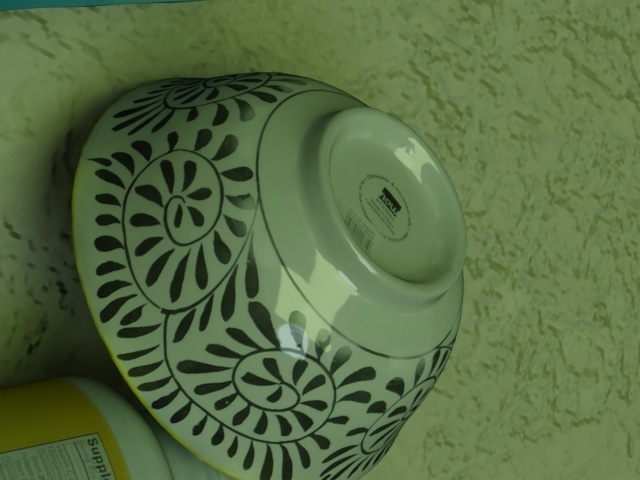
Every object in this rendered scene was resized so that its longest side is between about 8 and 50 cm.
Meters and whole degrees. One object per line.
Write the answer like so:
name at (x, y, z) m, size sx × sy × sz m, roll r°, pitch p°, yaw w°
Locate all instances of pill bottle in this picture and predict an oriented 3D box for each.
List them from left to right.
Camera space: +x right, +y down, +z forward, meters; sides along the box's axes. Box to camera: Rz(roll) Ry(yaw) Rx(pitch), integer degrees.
pill bottle at (-0.114, 0.104, 0.654) m, size 0.184 × 0.103 × 0.103 m, roll -9°, pitch 103°, yaw -34°

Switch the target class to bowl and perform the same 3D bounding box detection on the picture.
bowl at (0.000, 0.000, 0.683) m, size 0.170 × 0.080 × 0.170 m, roll 27°, pitch 49°, yaw -35°

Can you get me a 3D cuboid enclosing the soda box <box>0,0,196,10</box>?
soda box at (-0.109, -0.113, 0.637) m, size 0.210 × 0.071 × 0.067 m, roll -7°, pitch 102°, yaw -34°
